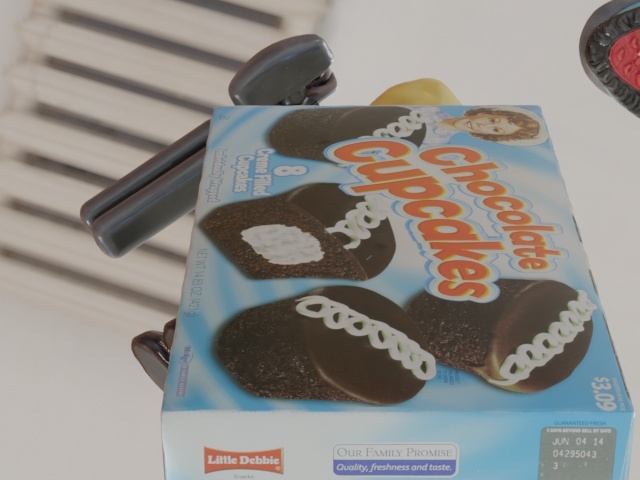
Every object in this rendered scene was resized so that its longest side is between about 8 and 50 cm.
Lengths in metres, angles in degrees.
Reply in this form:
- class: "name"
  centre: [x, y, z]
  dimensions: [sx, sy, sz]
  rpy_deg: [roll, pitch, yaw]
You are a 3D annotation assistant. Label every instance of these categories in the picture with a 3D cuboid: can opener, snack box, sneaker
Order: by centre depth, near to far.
- class: "snack box"
  centre: [0.031, 0.019, 0.785]
  dimensions: [0.322, 0.187, 0.060]
  rpy_deg: [-90, 180, -64]
- class: "sneaker"
  centre: [0.265, -0.150, 1.188]
  dimensions: [0.262, 0.125, 0.104]
  rpy_deg: [-11, 119, -39]
- class: "can opener"
  centre: [-0.105, -0.093, 1.522]
  dimensions: [0.280, 0.074, 0.093]
  rpy_deg: [-38, 124, -4]

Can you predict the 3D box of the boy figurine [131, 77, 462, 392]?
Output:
- class: "boy figurine"
  centre: [0.000, 0.000, 1.074]
  dimensions: [0.285, 0.092, 0.177]
  rpy_deg: [-44, -170, -31]
